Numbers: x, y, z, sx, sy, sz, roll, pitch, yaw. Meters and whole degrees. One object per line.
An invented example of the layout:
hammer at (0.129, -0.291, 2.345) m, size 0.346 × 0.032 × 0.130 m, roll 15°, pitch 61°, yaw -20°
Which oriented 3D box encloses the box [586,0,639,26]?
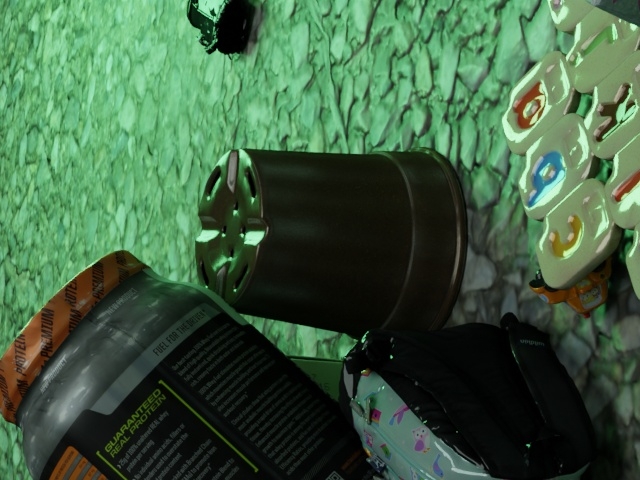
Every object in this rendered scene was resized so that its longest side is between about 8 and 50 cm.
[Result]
box at (0.185, -0.226, 1.094) m, size 0.163 × 0.142 × 0.247 m, roll -63°, pitch 32°, yaw 15°

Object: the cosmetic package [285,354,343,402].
cosmetic package at (-0.078, 0.231, 1.580) m, size 0.309 × 0.113 × 0.160 m, roll -46°, pitch 46°, yaw 52°

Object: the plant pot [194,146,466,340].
plant pot at (0.000, 0.000, 1.421) m, size 0.167 × 0.165 × 0.167 m, roll -23°, pitch 64°, yaw 61°

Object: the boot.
boot at (-0.100, -0.247, 1.807) m, size 0.099 × 0.045 × 0.121 m, roll -129°, pitch 44°, yaw -58°

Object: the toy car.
toy car at (0.184, 0.032, 1.177) m, size 0.040 × 0.060 × 0.122 m, roll 66°, pitch 161°, yaw -9°

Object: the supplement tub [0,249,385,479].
supplement tub at (-0.077, 0.164, 1.321) m, size 0.316 × 0.193 × 0.193 m, roll 42°, pitch 133°, yaw 9°

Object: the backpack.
backpack at (0.107, 0.136, 1.228) m, size 0.182 × 0.152 × 0.115 m, roll -130°, pitch 37°, yaw -50°

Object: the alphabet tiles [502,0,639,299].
alphabet tiles at (0.218, -0.104, 1.140) m, size 0.278 × 0.021 × 0.284 m, roll -45°, pitch 41°, yaw 37°
